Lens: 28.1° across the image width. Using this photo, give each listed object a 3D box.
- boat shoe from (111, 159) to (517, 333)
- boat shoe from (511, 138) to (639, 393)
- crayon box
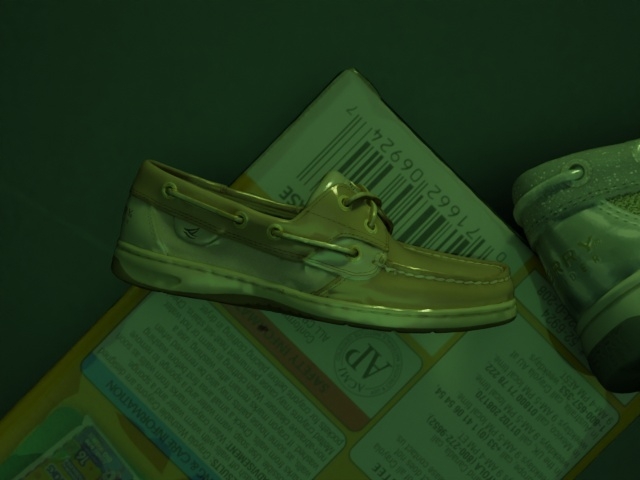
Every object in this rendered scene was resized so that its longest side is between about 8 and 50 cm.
[{"bbox_3d":[0.000,0.000,0.527,0.170,0.063,0.059,8,97,-1],"label":"boat shoe"},{"bbox_3d":[0.240,-0.036,0.570,0.320,0.118,0.103,-22,69,-15],"label":"boat shoe"},{"bbox_3d":[-0.029,0.106,0.603,0.203,0.083,0.323,45,90,-2],"label":"crayon box"}]
